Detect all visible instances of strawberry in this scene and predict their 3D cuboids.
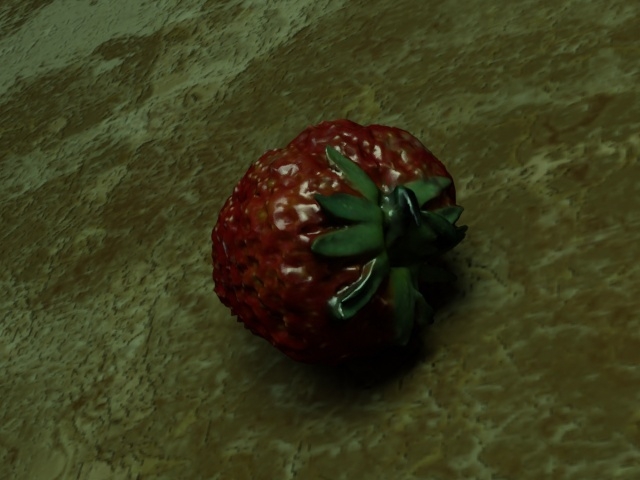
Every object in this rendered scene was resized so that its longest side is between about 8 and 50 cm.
[{"bbox_3d":[0.000,-0.006,0.692,0.131,0.131,0.148,-47,44,-14],"label":"strawberry"}]
